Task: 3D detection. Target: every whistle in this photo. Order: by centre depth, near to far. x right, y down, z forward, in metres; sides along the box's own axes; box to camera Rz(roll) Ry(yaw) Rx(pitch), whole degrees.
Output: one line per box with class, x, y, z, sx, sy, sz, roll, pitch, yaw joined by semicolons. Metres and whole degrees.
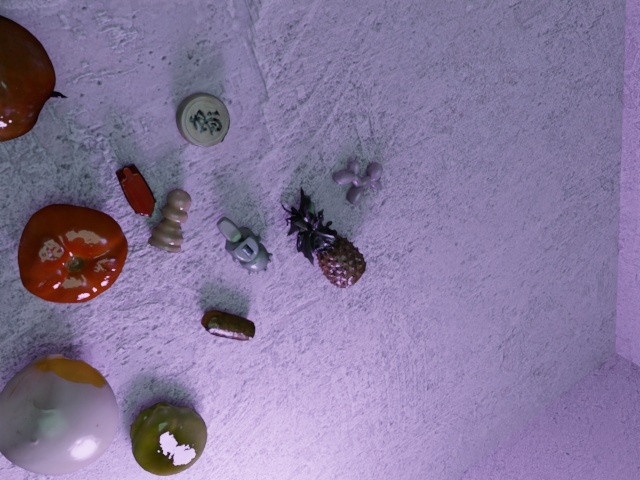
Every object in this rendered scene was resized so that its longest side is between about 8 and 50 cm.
whistle;-0.233;0.018;1.475;0.110;0.092;0.244;-43;126;-5

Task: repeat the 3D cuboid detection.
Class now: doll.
doll;0.138;-0.203;1.611;0.160;0.059;0.161;-43;124;-5

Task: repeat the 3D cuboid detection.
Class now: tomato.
tomato;-0.616;0.031;1.209;0.259;0.180;0.260;-13;119;-25

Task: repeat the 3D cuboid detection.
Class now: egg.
egg;-0.693;0.473;1.293;0.283;0.283;0.345;-35;129;-12

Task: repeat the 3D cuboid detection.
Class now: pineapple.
pineapple;-0.002;0.002;1.579;0.165;0.165;0.364;-46;117;-5

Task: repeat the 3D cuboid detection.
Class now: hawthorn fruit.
hawthorn fruit;-0.675;-0.331;0.978;0.300;0.267;0.268;-5;113;-38

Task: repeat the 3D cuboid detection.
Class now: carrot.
carrot;-0.297;0.274;1.554;0.173;0.082;0.082;27;96;-37

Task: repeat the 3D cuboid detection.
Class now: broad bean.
broad bean;-0.491;0.644;1.575;0.237;0.119;0.291;-24;121;-19

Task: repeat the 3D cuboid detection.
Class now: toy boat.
toy boat;-0.488;-0.129;1.290;0.069;0.059;0.173;-29;128;-16

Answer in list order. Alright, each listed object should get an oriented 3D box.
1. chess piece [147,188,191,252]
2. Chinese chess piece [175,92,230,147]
chess piece;-0.407;-0.058;1.348;0.094;0.094;0.171;19;95;-34
Chinese chess piece;-0.315;-0.323;1.304;0.143;0.058;0.144;-12;116;-26
